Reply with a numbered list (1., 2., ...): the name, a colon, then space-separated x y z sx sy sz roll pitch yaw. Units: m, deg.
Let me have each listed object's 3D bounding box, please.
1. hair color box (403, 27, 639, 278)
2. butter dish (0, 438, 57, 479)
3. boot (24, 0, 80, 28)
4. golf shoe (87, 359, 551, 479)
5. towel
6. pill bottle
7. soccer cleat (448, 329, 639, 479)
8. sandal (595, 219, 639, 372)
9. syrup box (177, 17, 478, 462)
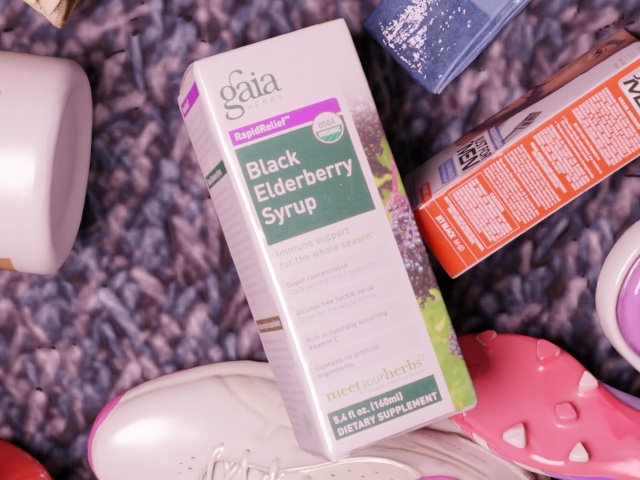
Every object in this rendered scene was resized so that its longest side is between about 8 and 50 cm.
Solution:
1. hair color box: 0.132 -0.055 0.814 0.167 0.093 0.053 -33 102 10
2. butter dish: -0.218 0.189 0.893 0.160 0.118 0.160 15 111 44
3. boot: -0.239 -0.184 0.795 0.203 0.095 0.262 40 99 -10
4. golf shoe: -0.002 0.153 0.857 0.306 0.140 0.115 6 108 2
5. towel: 0.086 -0.150 0.822 0.067 0.029 0.119 43 103 -8
6. pill bottle: -0.261 -0.057 0.810 0.229 0.131 0.131 7 106 1
7. soccer cleat: 0.183 0.128 0.844 0.248 0.095 0.083 17 65 21
8. sandal: 0.362 0.118 0.849 0.416 0.102 0.169 23 106 -4
9. syrup box: 0.000 0.000 0.795 0.093 0.096 0.237 -19 90 -13
